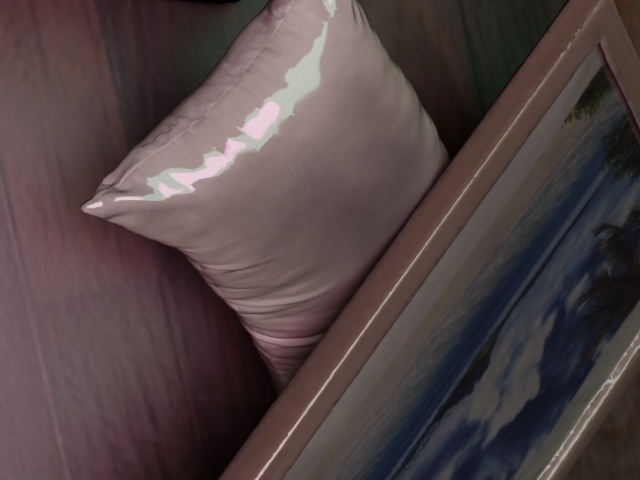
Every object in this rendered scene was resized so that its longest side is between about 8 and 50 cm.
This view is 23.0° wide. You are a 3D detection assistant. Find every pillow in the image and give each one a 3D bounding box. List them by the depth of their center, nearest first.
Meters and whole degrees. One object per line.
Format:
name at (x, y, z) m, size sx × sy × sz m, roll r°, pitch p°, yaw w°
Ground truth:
pillow at (-0.001, 0.000, 0.701) m, size 0.144 × 0.078 × 0.254 m, roll -41°, pitch 142°, yaw -7°

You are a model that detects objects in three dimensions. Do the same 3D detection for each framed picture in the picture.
framed picture at (0.074, 0.068, 0.737) m, size 0.315 × 0.024 × 0.232 m, roll -55°, pitch 142°, yaw -11°

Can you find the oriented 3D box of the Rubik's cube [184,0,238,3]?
Rubik's cube at (-0.117, -0.268, 0.611) m, size 0.310 × 0.307 × 0.305 m, roll 2°, pitch 86°, yaw -18°
